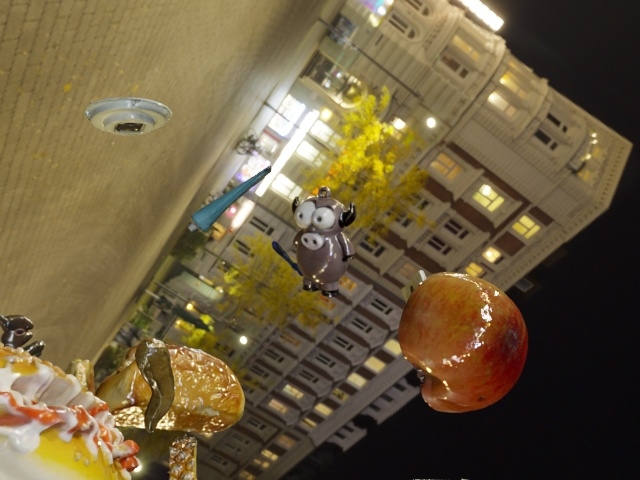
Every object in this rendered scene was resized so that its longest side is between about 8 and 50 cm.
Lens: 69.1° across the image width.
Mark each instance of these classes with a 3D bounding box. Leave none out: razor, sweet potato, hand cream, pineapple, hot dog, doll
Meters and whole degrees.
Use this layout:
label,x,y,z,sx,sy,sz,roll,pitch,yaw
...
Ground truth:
label,x,y,z,sx,sy,sz,roll,pitch,yaw
razor,-0.084,0.058,1.298,0.044,0.154,0.028,-53,-163,-26
sweet potato,-0.368,0.317,1.045,0.062,0.081,0.232,21,-63,44
hand cream,-0.200,-0.093,1.037,0.224,0.048,0.083,-39,-176,-9
pineapple,-0.405,0.651,1.375,0.233,0.080,0.135,-145,-125,-74
hot dog,-0.413,0.408,1.321,0.185,0.405,0.223,-42,-138,30
doll,-0.804,0.259,1.218,0.057,0.165,0.139,-7,-109,31
doll,0.001,0.001,1.109,0.117,0.182,0.257,-27,122,-53

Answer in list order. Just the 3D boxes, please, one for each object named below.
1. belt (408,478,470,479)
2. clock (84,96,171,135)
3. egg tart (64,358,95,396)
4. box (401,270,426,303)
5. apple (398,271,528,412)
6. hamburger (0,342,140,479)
label,x,y,z,sx,sy,sz,roll,pitch,yaw
belt,0.280,0.637,1.011,0.436,0.300,0.173,107,-4,-58
clock,-0.553,-0.347,1.348,0.236,0.237,0.053,160,-75,-72
egg tart,-0.698,0.551,1.255,0.443,0.178,0.442,1,-89,61
box,0.399,0.206,1.954,0.167,0.024,0.090,120,-39,-50
apple,0.309,0.211,0.933,0.251,0.293,0.163,-45,-161,-26
hamburger,-0.268,0.175,0.372,0.295,0.227,0.151,102,11,-57
